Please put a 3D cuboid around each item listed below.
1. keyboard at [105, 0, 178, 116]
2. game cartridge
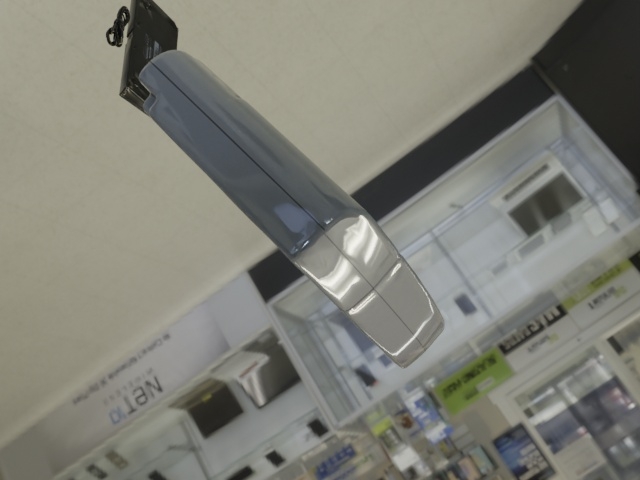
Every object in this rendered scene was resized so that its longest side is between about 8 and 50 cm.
[{"bbox_3d":[-0.216,-0.230,0.932,0.023,0.180,0.108,-22,142,23],"label":"keyboard"},{"bbox_3d":[0.000,0.000,0.564,0.062,0.198,0.297,-48,155,-4],"label":"game cartridge"}]
